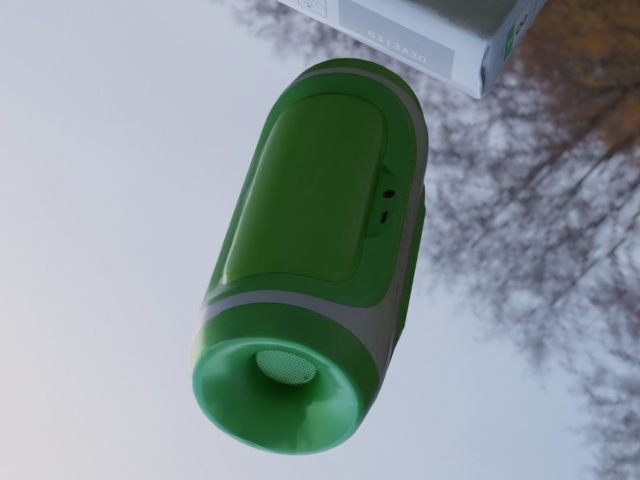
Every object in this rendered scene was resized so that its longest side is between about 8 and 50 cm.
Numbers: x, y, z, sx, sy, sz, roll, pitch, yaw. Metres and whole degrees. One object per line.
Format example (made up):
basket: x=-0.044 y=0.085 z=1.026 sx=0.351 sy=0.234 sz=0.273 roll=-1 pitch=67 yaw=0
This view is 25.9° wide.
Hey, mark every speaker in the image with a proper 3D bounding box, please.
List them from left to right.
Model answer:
speaker: x=0.000 y=0.000 z=0.953 sx=0.131 sy=0.131 sz=0.296 roll=34 pitch=-140 yaw=-16

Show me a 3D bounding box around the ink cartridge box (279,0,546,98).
ink cartridge box: x=0.047 y=-0.194 z=0.628 sx=0.181 sy=0.225 sz=0.056 roll=28 pitch=161 yaw=13
